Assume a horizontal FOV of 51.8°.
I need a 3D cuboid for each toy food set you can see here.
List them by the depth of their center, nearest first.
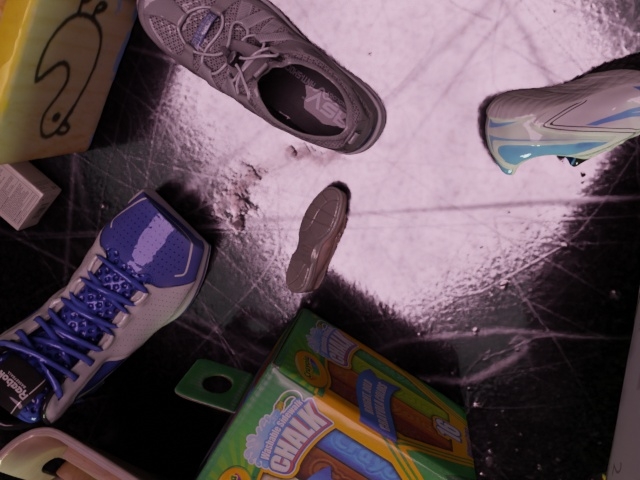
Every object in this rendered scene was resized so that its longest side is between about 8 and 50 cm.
[{"bbox_3d":[-0.172,0.311,0.690,0.306,0.219,0.092,23,67,20],"label":"toy food set"}]

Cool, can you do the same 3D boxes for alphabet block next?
[{"bbox_3d":[-0.327,-0.200,0.644,0.194,0.197,0.192,25,105,2],"label":"alphabet block"}]

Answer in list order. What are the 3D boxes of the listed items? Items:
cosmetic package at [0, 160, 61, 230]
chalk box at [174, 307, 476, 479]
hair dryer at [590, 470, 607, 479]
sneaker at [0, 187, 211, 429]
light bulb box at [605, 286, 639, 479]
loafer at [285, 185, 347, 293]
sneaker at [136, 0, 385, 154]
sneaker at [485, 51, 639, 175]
[{"bbox_3d":[-0.366,-0.072,0.758,0.115,0.041,0.060,43,105,-2],"label":"cosmetic package"},{"bbox_3d":[-0.010,0.202,0.694,0.289,0.180,0.179,33,105,-1],"label":"chalk box"},{"bbox_3d":[0.448,0.228,0.700,0.224,0.080,0.293,37,110,-19],"label":"hair dryer"},{"bbox_3d":[-0.256,0.103,0.708,0.127,0.182,0.315,41,105,-3],"label":"sneaker"},{"bbox_3d":[0.455,0.147,0.513,0.361,0.225,0.357,19,71,5],"label":"light bulb box"},{"bbox_3d":[0.000,0.000,0.725,0.045,0.039,0.125,32,105,35],"label":"loafer"},{"bbox_3d":[-0.060,-0.181,0.649,0.281,0.115,0.105,29,105,1],"label":"sneaker"},{"bbox_3d":[0.279,-0.122,0.637,0.237,0.085,0.086,-11,127,7],"label":"sneaker"}]
